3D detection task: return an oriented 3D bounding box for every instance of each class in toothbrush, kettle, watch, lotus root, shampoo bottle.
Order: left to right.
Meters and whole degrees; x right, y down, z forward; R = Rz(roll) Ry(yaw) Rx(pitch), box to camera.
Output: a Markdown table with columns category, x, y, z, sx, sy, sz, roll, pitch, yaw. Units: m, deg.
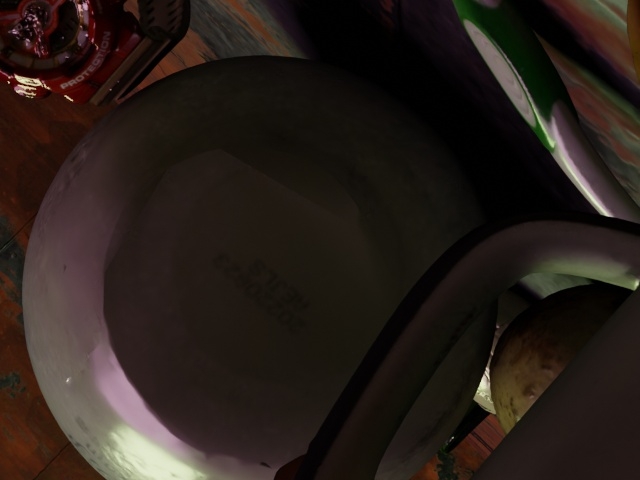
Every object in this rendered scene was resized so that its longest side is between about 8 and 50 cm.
| category | x | y | z | sx | sy | sz | roll | pitch | yaw |
| --- | --- | --- | --- | --- | --- | --- | --- | --- | --- |
| watch | -0.164 | -0.190 | 0.764 | 0.165 | 0.102 | 0.268 | 36 | -156 | -27 |
| shampoo bottle | -0.039 | 0.035 | 0.785 | 0.322 | 0.322 | 0.317 | 45 | 164 | 0 |
| toothbrush | 0.077 | -0.086 | 0.503 | 0.418 | 0.040 | 0.042 | 45 | 179 | -2 |
| lotus root | 0.172 | 0.094 | 0.727 | 0.138 | 0.138 | 0.214 | 44 | -175 | 5 |
| kettle | 0.119 | 0.092 | 0.417 | 0.240 | 0.255 | 0.165 | 43 | 176 | 25 |

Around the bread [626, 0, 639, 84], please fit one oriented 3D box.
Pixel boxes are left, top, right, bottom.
| category | x | y | z | sx | sy | sz | roll | pitch | yaw |
| --- | --- | --- | --- | --- | --- | --- | --- | --- | --- |
| bread | 0.154 | -0.022 | 0.283 | 0.157 | 0.083 | 0.094 | 47 | 162 | -15 |

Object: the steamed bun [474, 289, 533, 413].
| category | x | y | z | sx | sy | sz | roll | pitch | yaw |
| --- | --- | --- | --- | --- | --- | --- | --- | --- | --- |
| steamed bun | 0.156 | 0.097 | 0.989 | 0.130 | 0.091 | 0.112 | 40 | 171 | 42 |

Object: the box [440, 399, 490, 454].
| category | x | y | z | sx | sy | sz | roll | pitch | yaw |
| --- | --- | --- | --- | --- | --- | --- | --- | --- | --- |
| box | 0.061 | 0.073 | 1.278 | 0.345 | 0.134 | 0.097 | 42 | 170 | 18 |
